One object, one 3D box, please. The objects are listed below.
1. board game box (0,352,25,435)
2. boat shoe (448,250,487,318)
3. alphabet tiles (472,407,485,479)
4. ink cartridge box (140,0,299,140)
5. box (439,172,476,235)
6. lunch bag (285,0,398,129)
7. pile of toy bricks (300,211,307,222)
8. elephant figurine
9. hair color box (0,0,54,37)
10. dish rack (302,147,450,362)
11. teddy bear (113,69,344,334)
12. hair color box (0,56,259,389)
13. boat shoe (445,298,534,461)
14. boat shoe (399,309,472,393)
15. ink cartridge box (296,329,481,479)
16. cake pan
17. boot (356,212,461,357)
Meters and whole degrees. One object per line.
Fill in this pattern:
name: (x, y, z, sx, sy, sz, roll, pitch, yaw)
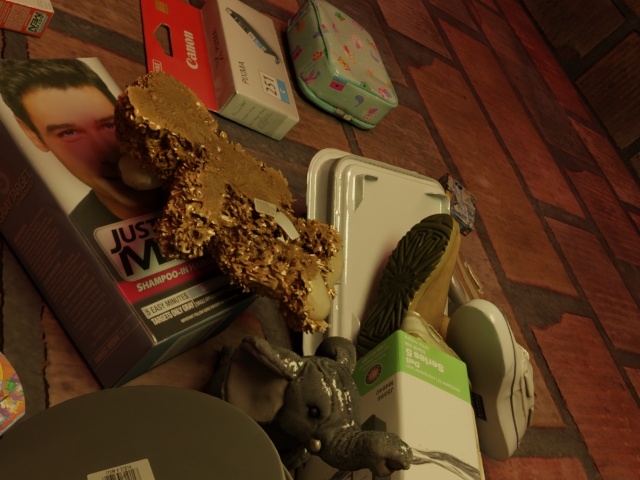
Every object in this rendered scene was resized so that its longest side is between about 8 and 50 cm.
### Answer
board game box: (-0.342, 0.135, 0.606, 0.133, 0.033, 0.168, 45, 34, -3)
boat shoe: (0.215, 0.081, 1.197, 0.116, 0.123, 0.324, 10, 54, -50)
alphabet tiles: (0.193, 0.344, 0.835, 0.284, 0.021, 0.278, -90, 168, -46)
ink cartridge box: (-0.181, -0.338, 1.226, 0.261, 0.066, 0.296, 17, 44, -38)
box: (0.297, -0.081, 1.512, 0.094, 0.027, 0.137, 40, 35, -12)
lunch bag: (0.047, -0.368, 1.461, 0.224, 0.108, 0.279, 21, 43, -40)
pile of toy bricks: (0.000, 0.000, 1.060, 0.212, 0.118, 0.105, -34, 121, -50)
elephant figurine: (-0.021, 0.169, 0.732, 0.186, 0.239, 0.169, 46, 35, -2)
hair color box: (-0.463, -0.345, 0.941, 0.167, 0.053, 0.093, 3, 53, -47)
dish rack: (0.103, 0.040, 1.013, 0.286, 0.072, 0.332, 10, 79, -43)
teddy bear: (-0.103, -0.029, 0.769, 0.338, 0.113, 0.245, 36, 33, -25)
hair color box: (-0.254, -0.037, 0.802, 0.374, 0.113, 0.185, 53, 34, 9)
boat shoe: (0.238, 0.176, 0.914, 0.088, 0.096, 0.267, -35, 122, -29)
boat shoe: (0.146, 0.147, 0.867, 0.153, 0.056, 0.048, 45, 39, -31)
ink cartridge box: (0.069, 0.270, 0.764, 0.115, 0.198, 0.272, 30, 38, -21)
cake pan: (-0.157, 0.217, 0.560, 0.293, 0.054, 0.293, 3, 27, -2)
boot: (0.186, 0.123, 0.975, 0.269, 0.236, 0.089, 36, -10, -36)
